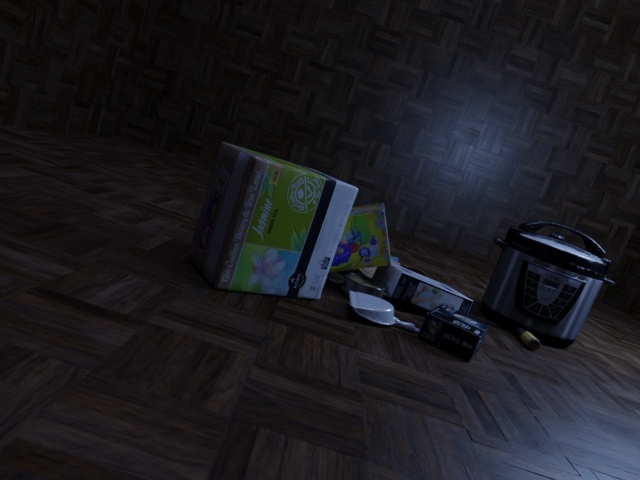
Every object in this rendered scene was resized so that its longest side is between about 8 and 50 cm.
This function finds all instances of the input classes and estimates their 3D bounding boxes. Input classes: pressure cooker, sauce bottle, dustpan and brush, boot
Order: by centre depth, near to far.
[{"bbox_3d":[0.176,0.203,1.322,0.211,0.060,0.147,12,11,-1],"label":"dustpan and brush"},{"bbox_3d":[0.693,0.327,1.622,0.042,0.042,0.128,19,11,0],"label":"sauce bottle"},{"bbox_3d":[0.843,0.139,1.831,0.370,0.420,0.375,14,11,-30],"label":"pressure cooker"},{"bbox_3d":[0.406,0.146,2.045,0.084,0.059,0.158,17,8,-42],"label":"boot"}]

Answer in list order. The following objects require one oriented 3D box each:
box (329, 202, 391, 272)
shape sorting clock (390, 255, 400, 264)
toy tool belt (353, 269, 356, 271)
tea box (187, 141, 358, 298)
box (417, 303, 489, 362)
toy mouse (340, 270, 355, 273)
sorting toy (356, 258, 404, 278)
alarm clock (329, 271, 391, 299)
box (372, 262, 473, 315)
[{"bbox_3d":[0.078,-0.012,1.602,0.290,0.177,0.279,-7,7,9],"label":"box"},{"bbox_3d":[0.262,0.075,2.197,0.206,0.040,0.206,16,7,-2],"label":"shape sorting clock"},{"bbox_3d":[0.123,0.084,1.852,0.052,0.051,0.083,13,11,-33],"label":"toy tool belt"},{"bbox_3d":[-0.129,-0.045,1.272,0.323,0.329,0.220,10,13,-36],"label":"tea box"},{"bbox_3d":[0.369,0.249,1.330,0.147,0.077,0.180,24,11,25],"label":"box"},{"bbox_3d":[0.076,0.091,1.784,0.143,0.031,0.161,21,10,11],"label":"toy mouse"},{"bbox_3d":[0.229,0.123,1.752,0.208,0.038,0.193,-4,31,-34],"label":"sorting toy"},{"bbox_3d":[0.111,0.142,1.472,0.192,0.064,0.129,18,9,-22],"label":"alarm clock"},{"bbox_3d":[0.331,0.165,1.590,0.290,0.087,0.169,23,5,-20],"label":"box"}]
